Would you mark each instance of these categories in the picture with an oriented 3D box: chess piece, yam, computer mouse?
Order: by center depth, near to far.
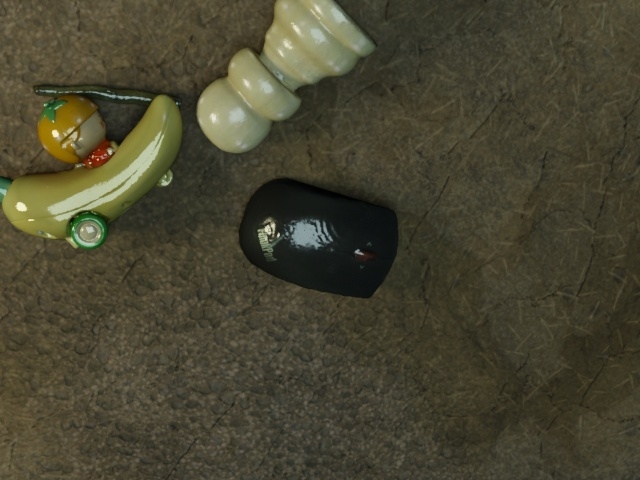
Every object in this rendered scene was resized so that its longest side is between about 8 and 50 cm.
[{"bbox_3d":[-0.072,-0.264,1.642,0.300,0.167,0.167,-43,110,10],"label":"chess piece"},{"bbox_3d":[-0.339,-0.233,1.666,0.234,0.029,0.027,4,119,-11],"label":"yam"},{"bbox_3d":[0.000,0.000,1.765,0.269,0.100,0.170,13,108,-14],"label":"computer mouse"}]

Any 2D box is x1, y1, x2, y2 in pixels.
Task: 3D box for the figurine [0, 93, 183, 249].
[{"bbox_3d":[-0.365,-0.130,1.650,0.324,0.124,0.222,-38,105,6],"label":"figurine"}]
